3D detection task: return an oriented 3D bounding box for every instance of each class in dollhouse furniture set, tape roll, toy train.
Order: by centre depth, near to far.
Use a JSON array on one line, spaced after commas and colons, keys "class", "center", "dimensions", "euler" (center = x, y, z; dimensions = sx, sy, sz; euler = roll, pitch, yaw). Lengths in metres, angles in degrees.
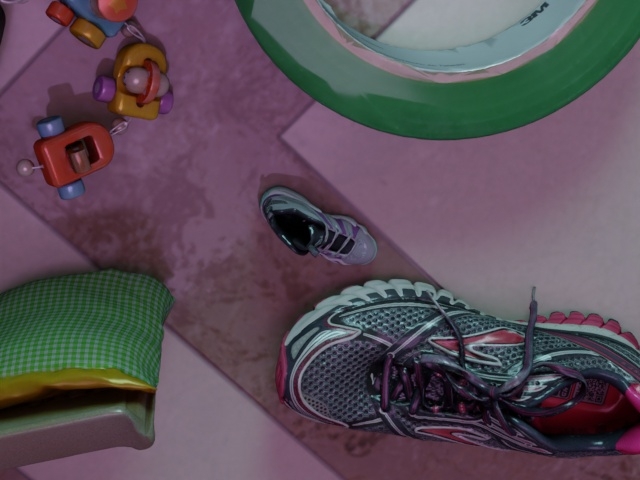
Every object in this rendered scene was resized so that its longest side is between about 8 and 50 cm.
[{"class": "dollhouse furniture set", "center": [-0.264, 0.057, 0.968], "dimensions": [0.301, 0.197, 0.151], "euler": [-12, 120, 3]}, {"class": "tape roll", "center": [0.086, -0.232, 0.983], "dimensions": [0.321, 0.077, 0.321], "euler": [-2, 110, -5]}, {"class": "toy train", "center": [-0.159, -0.116, 0.988], "dimensions": [0.125, 0.046, 0.166], "euler": [-22, 110, -29]}]

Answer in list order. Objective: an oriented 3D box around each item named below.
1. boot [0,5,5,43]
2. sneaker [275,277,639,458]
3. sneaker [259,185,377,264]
[{"class": "boot", "center": [-0.354, -0.085, 0.889], "dimensions": [0.264, 0.280, 0.096], "euler": [30, 142, -23]}, {"class": "sneaker", "center": [0.116, 0.101, 1.083], "dimensions": [0.299, 0.112, 0.121], "euler": [2, 109, -6]}, {"class": "sneaker", "center": [0.000, 0.000, 1.057], "dimensions": [0.098, 0.069, 0.038], "euler": [24, 105, -13]}]
